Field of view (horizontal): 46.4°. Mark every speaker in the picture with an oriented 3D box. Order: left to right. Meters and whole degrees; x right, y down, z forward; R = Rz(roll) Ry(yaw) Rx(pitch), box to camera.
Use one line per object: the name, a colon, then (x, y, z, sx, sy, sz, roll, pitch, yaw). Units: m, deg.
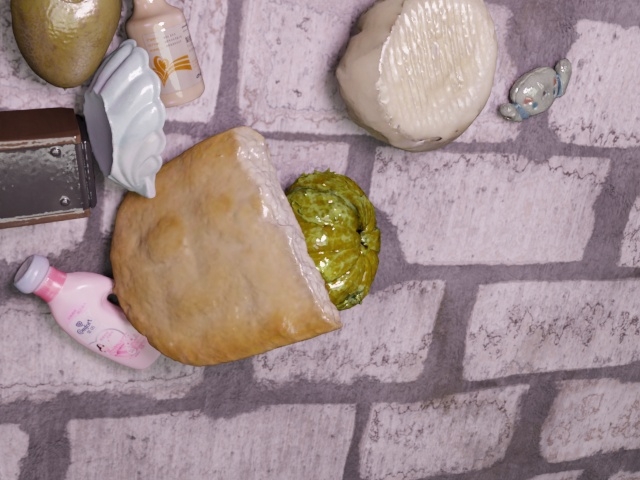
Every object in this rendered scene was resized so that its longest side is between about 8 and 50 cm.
speaker: (-0.509, -0.137, 1.331, 0.193, 0.231, 0.153, -9, 115, -18)

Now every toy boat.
toy boat: (-0.363, -0.216, 1.368, 0.100, 0.199, 0.290, -21, 123, -34)

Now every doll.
doll: (0.499, -0.344, 1.732, 0.214, 0.071, 0.103, -36, 128, -12)

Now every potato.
potato: (-0.443, -0.381, 1.297, 0.174, 0.159, 0.251, 17, 116, 4)

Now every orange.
orange: (0.000, 0.000, 1.571, 0.223, 0.300, 0.301, -3, 109, 21)

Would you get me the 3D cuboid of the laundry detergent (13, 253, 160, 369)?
laundry detergent: (-0.469, 0.143, 1.553, 0.335, 0.088, 0.159, 38, 91, -30)

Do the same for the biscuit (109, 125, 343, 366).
biscuit: (-0.223, 0.027, 1.451, 0.446, 0.104, 0.429, -19, 88, 19)

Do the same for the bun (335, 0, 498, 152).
bun: (0.187, -0.354, 1.530, 0.360, 0.211, 0.359, -9, 109, -28)

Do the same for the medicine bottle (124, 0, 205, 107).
medicine bottle: (-0.299, -0.379, 1.378, 0.114, 0.114, 0.252, -20, 117, -12)
